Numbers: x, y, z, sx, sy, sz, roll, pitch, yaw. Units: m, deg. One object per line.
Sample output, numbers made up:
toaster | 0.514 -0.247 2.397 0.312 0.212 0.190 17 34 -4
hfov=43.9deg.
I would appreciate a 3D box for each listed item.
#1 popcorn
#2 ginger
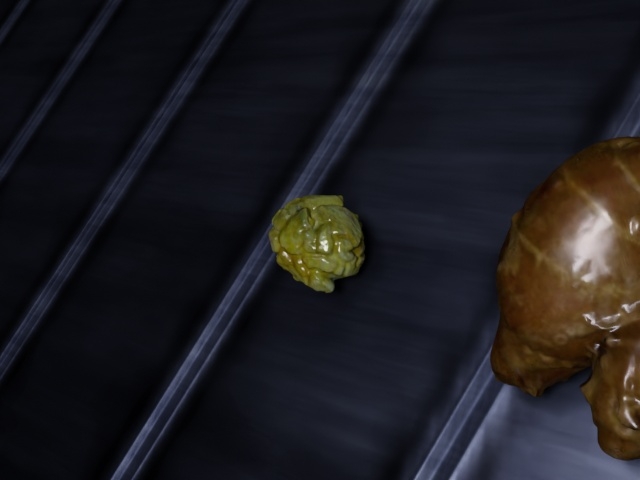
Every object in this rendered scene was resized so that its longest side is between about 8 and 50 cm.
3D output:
popcorn | 0.000 0.000 0.954 0.120 0.116 0.106 6 25 36
ginger | 0.300 0.037 0.677 0.357 0.152 0.274 -17 76 30
